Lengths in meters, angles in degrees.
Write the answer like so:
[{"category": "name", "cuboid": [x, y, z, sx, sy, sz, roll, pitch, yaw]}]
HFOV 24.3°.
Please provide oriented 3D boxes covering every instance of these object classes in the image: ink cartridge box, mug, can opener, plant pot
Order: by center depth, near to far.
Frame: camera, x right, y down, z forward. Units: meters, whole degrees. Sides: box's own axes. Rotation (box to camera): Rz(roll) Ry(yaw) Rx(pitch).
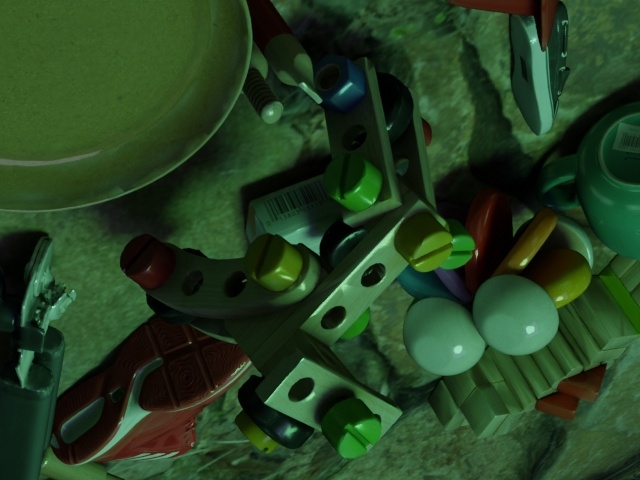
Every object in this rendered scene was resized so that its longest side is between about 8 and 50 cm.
[{"category": "plant pot", "cuboid": [-0.158, -0.110, 0.861, 0.236, 0.032, 0.236, -10, 139, -9]}, {"category": "can opener", "cuboid": [-0.245, 0.097, 1.181, 0.093, 0.074, 0.280, 12, 139, -1]}, {"category": "ink cartridge box", "cuboid": [0.008, -0.011, 1.261, 0.145, 0.045, 0.179, -22, 166, -13]}, {"category": "mug", "cuboid": [0.279, -0.052, 1.318, 0.157, 0.129, 0.097, -32, 148, 4]}]

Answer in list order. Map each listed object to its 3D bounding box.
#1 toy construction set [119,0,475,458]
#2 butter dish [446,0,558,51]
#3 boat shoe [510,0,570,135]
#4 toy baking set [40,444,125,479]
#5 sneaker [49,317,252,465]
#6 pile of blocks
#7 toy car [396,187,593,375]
[{"category": "toy construction set", "cuboid": [0.000, 0.000, 1.005, 0.257, 0.237, 0.309, -25, 136, -8]}, {"category": "butter dish", "cuboid": [0.092, -0.219, 0.938, 0.118, 0.160, 0.160, -4, 148, 3]}, {"category": "boat shoe", "cuboid": [0.181, -0.137, 1.195, 0.040, 0.049, 0.142, -26, 147, -7]}, {"category": "toy baking set", "cuboid": [-0.285, 0.254, 1.400, 0.196, 0.030, 0.256, -36, 143, 22]}, {"category": "sneaker", "cuboid": [-0.125, 0.129, 1.315, 0.221, 0.087, 0.128, -28, 160, 21]}, {"category": "pile of blocks", "cuboid": [0.293, 0.118, 1.592, 0.362, 0.113, 0.149, -37, 148, 13]}, {"category": "toy car", "cuboid": [0.142, 0.023, 1.314, 0.182, 0.136, 0.159, -20, -160, 37]}]
